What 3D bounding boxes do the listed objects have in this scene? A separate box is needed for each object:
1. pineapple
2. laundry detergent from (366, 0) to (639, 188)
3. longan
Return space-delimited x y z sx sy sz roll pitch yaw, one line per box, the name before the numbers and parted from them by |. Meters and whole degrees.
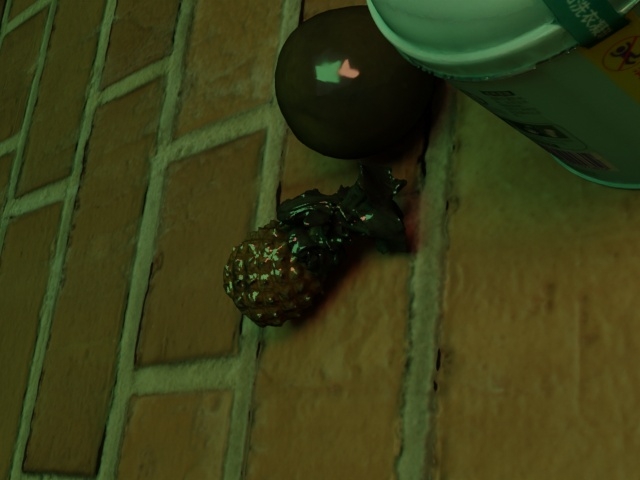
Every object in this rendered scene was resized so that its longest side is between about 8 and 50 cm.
pineapple | 0.000 0.000 0.924 0.237 0.119 0.111 -39 58 35
laundry detergent | 0.203 -0.221 0.659 0.287 0.305 0.287 -21 59 39
longan | 0.035 -0.172 0.931 0.189 0.189 0.189 -21 59 40
